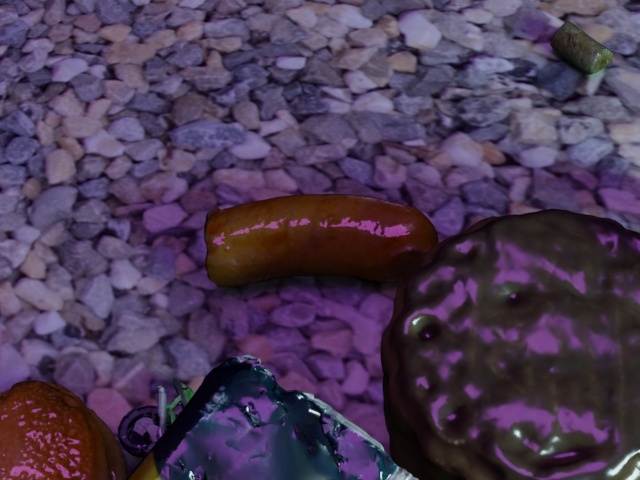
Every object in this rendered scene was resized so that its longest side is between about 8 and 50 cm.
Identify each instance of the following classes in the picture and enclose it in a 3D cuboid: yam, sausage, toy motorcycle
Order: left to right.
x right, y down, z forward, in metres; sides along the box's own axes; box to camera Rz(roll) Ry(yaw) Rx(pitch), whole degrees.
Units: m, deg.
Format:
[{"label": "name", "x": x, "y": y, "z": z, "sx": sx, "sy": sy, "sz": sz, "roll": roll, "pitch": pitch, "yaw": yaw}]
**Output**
[{"label": "toy motorcycle", "x": -0.120, "y": 0.214, "z": 1.008, "sx": 0.190, "sy": 0.074, "sz": 0.106, "roll": 30, "pitch": 55, "yaw": 33}, {"label": "sausage", "x": 0.001, "y": 0.001, "z": 1.126, "sx": 0.271, "sy": 0.109, "sz": 0.109, "roll": 0, "pitch": 52, "yaw": 16}, {"label": "yam", "x": 0.332, "y": -0.247, "z": 1.269, "sx": 0.043, "sy": 0.043, "sz": 0.094, "roll": -30, "pitch": 51, "yaw": -10}]

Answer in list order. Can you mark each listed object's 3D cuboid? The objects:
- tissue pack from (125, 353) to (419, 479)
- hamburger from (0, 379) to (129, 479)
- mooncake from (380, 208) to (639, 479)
[{"label": "tissue pack", "x": -0.095, "y": 0.334, "z": 0.755, "sx": 0.253, "sy": 0.264, "sz": 0.416, "roll": 34, "pitch": 65, "yaw": 10}, {"label": "hamburger", "x": -0.328, "y": 0.274, "z": 0.948, "sx": 0.290, "sy": 0.170, "sz": 0.314, "roll": -9, "pitch": 49, "yaw": 4}, {"label": "mooncake", "x": 0.211, "y": 0.125, "z": 0.913, "sx": 0.324, "sy": 0.187, "sz": 0.324, "roll": -6, "pitch": 53, "yaw": 8}]
